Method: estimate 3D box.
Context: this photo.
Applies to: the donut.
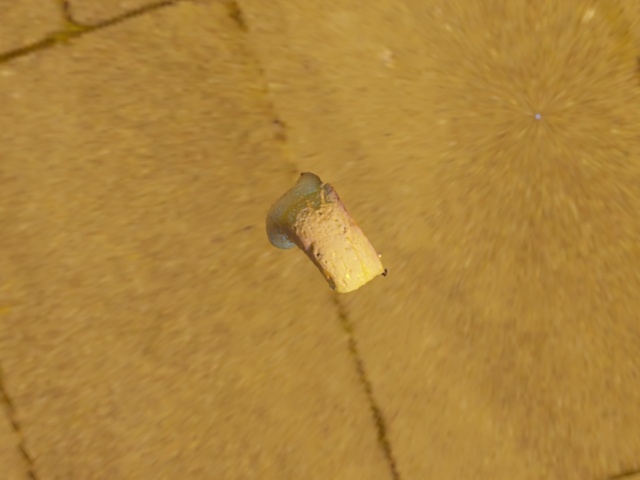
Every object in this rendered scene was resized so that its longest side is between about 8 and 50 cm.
[{"bbox_3d":[0.000,0.000,1.196,0.038,0.067,0.083,-32,81,-19],"label":"donut"}]
